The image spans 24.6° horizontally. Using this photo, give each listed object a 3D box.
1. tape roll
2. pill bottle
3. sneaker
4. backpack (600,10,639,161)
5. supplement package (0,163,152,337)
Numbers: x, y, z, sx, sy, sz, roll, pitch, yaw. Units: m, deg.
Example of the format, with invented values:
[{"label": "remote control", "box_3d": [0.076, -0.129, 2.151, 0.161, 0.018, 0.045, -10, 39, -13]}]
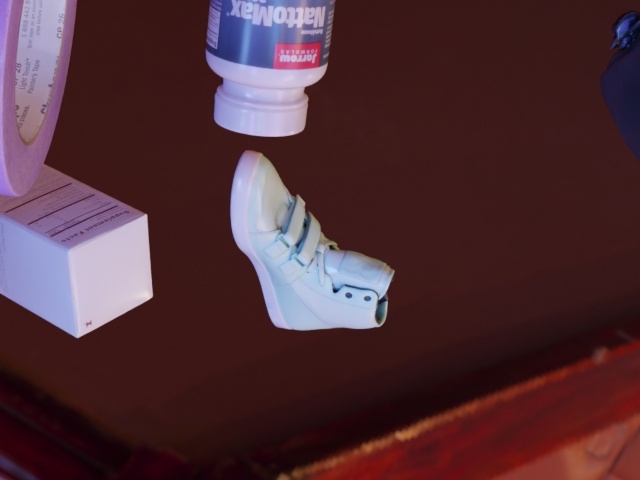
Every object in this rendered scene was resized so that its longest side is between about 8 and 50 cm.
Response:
[{"label": "tape roll", "box_3d": [-0.269, -0.177, 1.205, 0.275, 0.090, 0.274, 9, 90, -90]}, {"label": "pill bottle", "box_3d": [-0.043, -0.186, 1.259, 0.108, 0.108, 0.180, -44, 143, -64]}, {"label": "sneaker", "box_3d": [0.000, 0.000, 1.557, 0.256, 0.151, 0.094, 70, 30, -45]}, {"label": "backpack", "box_3d": [0.444, -0.153, 1.137, 0.356, 0.273, 0.290, -32, 177, -11]}, {"label": "supplement package", "box_3d": [-0.272, 0.006, 1.510, 0.105, 0.179, 0.105, -29, 131, -40]}]
